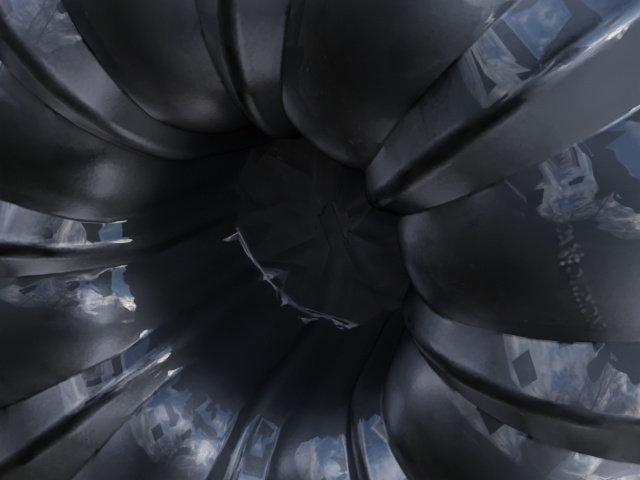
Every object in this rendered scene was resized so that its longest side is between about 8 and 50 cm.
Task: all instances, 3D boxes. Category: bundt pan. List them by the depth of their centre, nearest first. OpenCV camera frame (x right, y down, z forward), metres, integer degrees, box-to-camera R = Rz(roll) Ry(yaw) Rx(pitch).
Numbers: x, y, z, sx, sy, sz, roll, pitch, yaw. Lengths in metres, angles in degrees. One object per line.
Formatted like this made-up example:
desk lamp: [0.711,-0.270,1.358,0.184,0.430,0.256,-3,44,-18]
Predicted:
bundt pan: [0.000,0.000,0.460,0.330,0.331,0.124,28,31,15]
